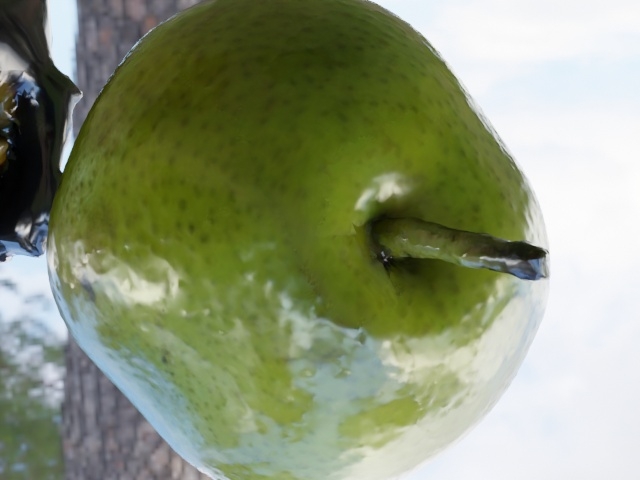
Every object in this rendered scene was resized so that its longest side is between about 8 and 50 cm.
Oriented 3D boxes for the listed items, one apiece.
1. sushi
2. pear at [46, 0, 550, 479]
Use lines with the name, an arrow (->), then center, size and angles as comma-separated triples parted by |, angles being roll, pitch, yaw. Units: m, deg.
sushi -> -0.249, -0.077, 0.843 | 0.204, 0.200, 0.213 | -2, 165, -35
pear -> 0.000, 0.000, 0.511 | 0.166, 0.180, 0.216 | -26, -174, -20
